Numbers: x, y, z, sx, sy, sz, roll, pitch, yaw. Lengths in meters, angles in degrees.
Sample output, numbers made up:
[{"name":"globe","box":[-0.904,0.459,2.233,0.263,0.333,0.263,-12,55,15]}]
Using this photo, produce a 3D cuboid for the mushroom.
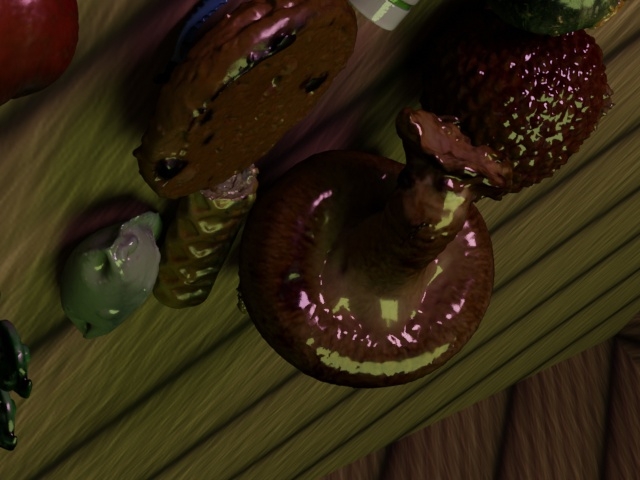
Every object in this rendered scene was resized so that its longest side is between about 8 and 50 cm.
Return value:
[{"name":"mushroom","box":[0.093,0.034,1.136,0.331,0.356,0.334,25,82,-36]}]

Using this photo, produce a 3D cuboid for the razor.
[{"name":"razor","box":[-0.076,-0.252,0.884,0.253,0.042,0.082,-42,-179,19]}]

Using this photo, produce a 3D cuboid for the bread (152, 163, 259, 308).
[{"name":"bread","box":[-0.159,-0.003,1.179,0.087,0.098,0.269,21,135,-9]}]

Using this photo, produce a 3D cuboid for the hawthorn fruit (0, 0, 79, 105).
[{"name":"hawthorn fruit","box":[-0.275,-0.186,0.623,0.185,0.185,0.202,-27,118,-15]}]

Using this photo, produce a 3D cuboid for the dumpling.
[{"name":"dumpling","box":[-0.249,0.044,1.130,0.149,0.105,0.216,-12,147,-38]}]

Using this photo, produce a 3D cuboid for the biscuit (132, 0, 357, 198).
[{"name":"biscuit","box":[-0.081,-0.161,0.958,0.296,0.075,0.296,-38,171,-7]}]

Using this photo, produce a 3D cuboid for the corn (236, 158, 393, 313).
[{"name":"corn","box":[0.000,0.000,1.338,0.322,0.119,0.119,-40,154,9]}]

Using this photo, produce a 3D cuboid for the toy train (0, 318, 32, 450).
[{"name":"toy train","box":[-0.416,0.133,0.977,0.145,0.202,0.266,-12,147,-37]}]

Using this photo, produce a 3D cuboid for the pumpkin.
[{"name":"pumpkin","box":[0.270,-0.321,1.006,0.190,0.190,0.146,-39,152,12]}]

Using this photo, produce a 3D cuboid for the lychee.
[{"name":"lychee","box":[0.243,-0.183,1.162,0.236,0.236,0.271,-14,130,-36]}]

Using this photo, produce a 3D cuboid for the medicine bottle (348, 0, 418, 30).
[{"name":"medicine bottle","box":[0.104,-0.316,0.933,0.183,0.086,0.086,-47,152,25]}]

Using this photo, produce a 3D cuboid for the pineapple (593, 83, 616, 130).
[{"name":"pineapple","box":[0.329,-0.200,1.328,0.193,0.166,0.166,-38,155,14]}]
